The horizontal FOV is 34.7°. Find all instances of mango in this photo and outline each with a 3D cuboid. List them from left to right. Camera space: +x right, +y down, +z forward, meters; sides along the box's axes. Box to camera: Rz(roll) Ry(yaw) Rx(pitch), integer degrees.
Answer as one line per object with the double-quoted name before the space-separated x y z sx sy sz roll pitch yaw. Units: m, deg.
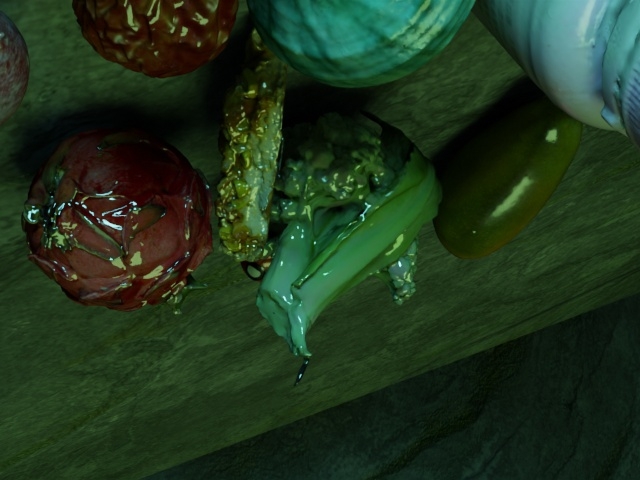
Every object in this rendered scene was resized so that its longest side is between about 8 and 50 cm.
"mango" 0.244 -0.085 1.338 0.146 0.129 0.289 3 145 -35

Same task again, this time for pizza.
"pizza" -0.066 -0.088 0.943 0.058 0.127 0.246 4 135 -6

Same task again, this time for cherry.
"cherry" -0.286 -0.101 0.737 0.225 0.090 0.107 -28 175 39

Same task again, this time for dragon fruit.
"dragon fruit" -0.183 -0.020 0.949 0.172 0.172 0.209 -28 150 12

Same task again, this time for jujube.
"jujube" -0.101 -0.189 0.670 0.112 0.109 0.176 -7 145 -26

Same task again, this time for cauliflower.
"cauliflower" 0.000 0.000 1.076 0.256 0.239 0.315 115 1 -61

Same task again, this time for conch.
"conch" 0.016 -0.195 0.700 0.196 0.134 0.202 12 144 18

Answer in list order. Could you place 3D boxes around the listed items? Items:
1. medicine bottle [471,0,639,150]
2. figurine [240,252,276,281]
"medicine bottle" 0.251 -0.185 0.694 0.256 0.325 0.256 -17 139 -16
"figurine" -0.068 0.010 1.328 0.075 0.068 0.140 -23 168 -11
